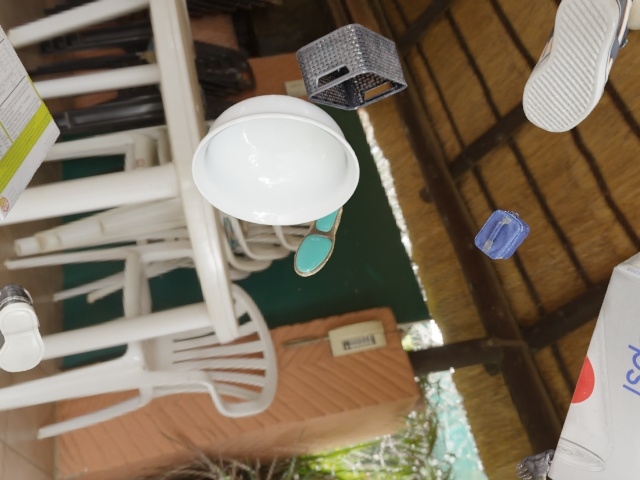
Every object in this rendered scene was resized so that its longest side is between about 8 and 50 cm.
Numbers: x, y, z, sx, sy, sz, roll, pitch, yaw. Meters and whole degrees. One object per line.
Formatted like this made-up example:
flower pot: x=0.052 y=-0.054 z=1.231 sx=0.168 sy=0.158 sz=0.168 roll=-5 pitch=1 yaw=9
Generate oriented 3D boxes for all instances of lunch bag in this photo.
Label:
lunch bag: x=0.353 y=-0.013 z=1.247 sx=0.067 sy=0.065 sz=0.098 roll=42 pitch=-65 yaw=29

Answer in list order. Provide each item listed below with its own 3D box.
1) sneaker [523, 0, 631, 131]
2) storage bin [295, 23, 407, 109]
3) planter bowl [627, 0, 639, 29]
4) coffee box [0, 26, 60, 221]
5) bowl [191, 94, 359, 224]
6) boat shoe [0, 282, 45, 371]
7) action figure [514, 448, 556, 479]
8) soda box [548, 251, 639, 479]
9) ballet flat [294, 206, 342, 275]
sneaker: x=0.436 y=-0.316 z=1.074 sx=0.127 sy=0.126 sz=0.321 roll=-55 pitch=164 yaw=-22
storage bin: x=0.056 y=-0.291 z=1.100 sx=0.180 sy=0.122 sz=0.084 roll=-6 pitch=80 yaw=-60
planter bowl: x=0.441 y=-0.314 z=0.744 sx=0.162 sy=0.109 sz=0.162 roll=-49 pitch=153 yaw=-37
coffee box: x=-0.813 y=-0.243 z=1.321 sx=0.338 sy=0.338 sz=0.334 roll=-87 pitch=164 yaw=-49
bowl: x=-0.080 y=-0.165 z=1.169 sx=0.298 sy=0.298 sz=0.134 roll=91 pitch=-1 yaw=-56
boat shoe: x=-0.316 y=0.093 z=0.669 sx=0.038 sy=0.046 sz=0.125 roll=61 pitch=-30 yaw=32
action figure: x=0.358 y=0.459 z=0.952 sx=0.275 sy=0.164 sz=0.141 roll=-67 pitch=176 yaw=-56
soda box: x=0.331 y=0.154 z=0.668 sx=0.098 sy=0.091 sz=0.286 roll=32 pitch=-51 yaw=40
ballet flat: x=0.000 y=0.000 z=1.371 sx=0.067 sy=0.073 sz=0.206 roll=91 pitch=20 yaw=-59
